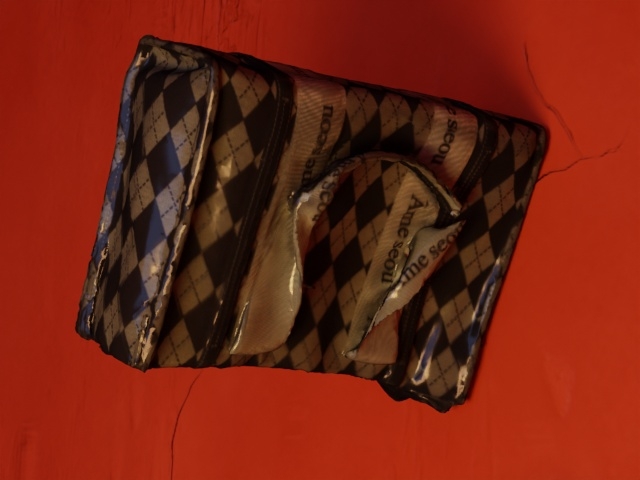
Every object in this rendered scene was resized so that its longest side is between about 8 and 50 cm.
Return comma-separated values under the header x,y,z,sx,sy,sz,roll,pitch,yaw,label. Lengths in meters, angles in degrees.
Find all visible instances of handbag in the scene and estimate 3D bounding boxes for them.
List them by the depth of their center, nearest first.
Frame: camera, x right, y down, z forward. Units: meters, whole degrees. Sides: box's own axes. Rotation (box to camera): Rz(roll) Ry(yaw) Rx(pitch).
x,y,z,sx,sy,sz,roll,pitch,yaw,label
0.000,0.000,1.587,0.180,0.416,0.317,21,101,53,handbag
